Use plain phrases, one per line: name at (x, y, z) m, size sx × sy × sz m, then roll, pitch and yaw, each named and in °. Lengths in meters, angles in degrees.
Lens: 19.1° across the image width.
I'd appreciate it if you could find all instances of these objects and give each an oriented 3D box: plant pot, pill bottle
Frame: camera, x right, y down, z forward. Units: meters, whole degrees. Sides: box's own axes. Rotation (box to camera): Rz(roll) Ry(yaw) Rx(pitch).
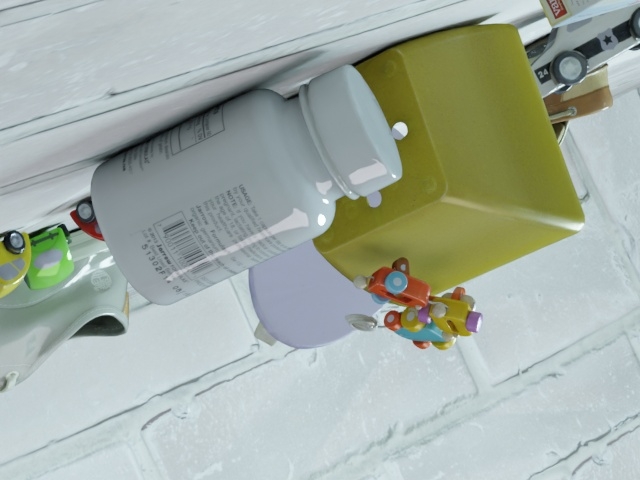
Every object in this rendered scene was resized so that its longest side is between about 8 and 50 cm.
plant pot at (0.081, -0.073, 1.723) m, size 0.212 × 0.212 × 0.187 m, roll -25°, pitch 165°, yaw 28°
pill bottle at (-0.057, -0.049, 1.535) m, size 0.229 × 0.131 × 0.131 m, roll -25°, pitch 178°, yaw 14°

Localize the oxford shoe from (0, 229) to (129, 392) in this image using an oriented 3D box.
oxford shoe at (-0.382, 0.111, 1.946) m, size 0.449 × 0.130 × 0.169 m, roll -22°, pitch 178°, yaw -28°

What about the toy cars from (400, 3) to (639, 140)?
toy cars at (0.209, -0.177, 2.028) m, size 0.394 × 0.087 × 0.176 m, roll -30°, pitch 180°, yaw 39°

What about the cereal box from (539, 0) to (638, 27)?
cereal box at (0.322, -0.261, 1.630) m, size 0.240 × 0.047 × 0.173 m, roll -25°, pitch 177°, yaw 39°

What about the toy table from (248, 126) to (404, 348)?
toy table at (0.000, 0.000, 2.184) m, size 0.274 × 0.252 × 0.161 m, roll -52°, pitch -174°, yaw -16°

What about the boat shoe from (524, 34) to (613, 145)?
boat shoe at (0.240, -0.155, 2.305) m, size 0.122 × 0.120 × 0.324 m, roll -23°, pitch 177°, yaw -28°

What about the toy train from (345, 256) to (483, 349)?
toy train at (0.084, 0.053, 1.730) m, size 0.125 × 0.046 × 0.166 m, roll 19°, pitch 163°, yaw -5°

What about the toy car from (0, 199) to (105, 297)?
toy car at (-0.258, 0.012, 1.825) m, size 0.239 × 0.053 × 0.225 m, roll -23°, pitch 177°, yaw -15°
